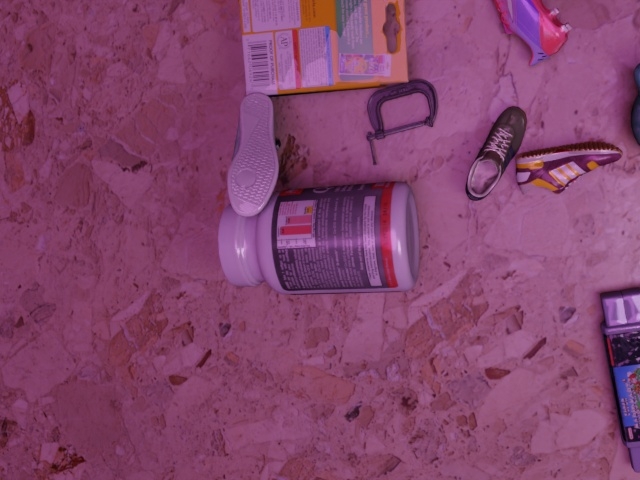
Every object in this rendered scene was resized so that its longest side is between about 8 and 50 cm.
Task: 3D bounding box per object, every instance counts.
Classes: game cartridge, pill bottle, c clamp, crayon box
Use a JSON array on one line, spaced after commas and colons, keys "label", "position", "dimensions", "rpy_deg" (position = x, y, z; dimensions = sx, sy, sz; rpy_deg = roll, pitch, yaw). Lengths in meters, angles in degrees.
[{"label": "game cartridge", "position": [0.664, 0.255, 1.239], "dimensions": [0.230, 0.068, 0.355], "rpy_deg": [-12, 97, 13]}, {"label": "pill bottle", "position": [0.000, 0.000, 1.293], "dimensions": [0.362, 0.210, 0.210], "rpy_deg": [-3, 100, 16]}, {"label": "c clamp", "position": [0.159, -0.239, 1.307], "dimensions": [0.160, 0.022, 0.137], "rpy_deg": [-18, 90, 19]}, {"label": "crayon box", "position": [0.011, -0.390, 1.284], "dimensions": [0.322, 0.083, 0.203], "rpy_deg": [-1, 100, 16]}]

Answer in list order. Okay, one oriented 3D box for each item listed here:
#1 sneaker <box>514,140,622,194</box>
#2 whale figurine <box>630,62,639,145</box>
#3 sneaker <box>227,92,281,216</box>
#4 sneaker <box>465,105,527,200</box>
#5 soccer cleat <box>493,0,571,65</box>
[{"label": "sneaker", "position": [0.456, -0.130, 1.224], "dimensions": [0.185, 0.069, 0.084], "rpy_deg": [-4, 108, 22]}, {"label": "whale figurine", "position": [0.623, -0.246, 1.083], "dimensions": [0.216, 0.141, 0.272], "rpy_deg": [22, 125, 15]}, {"label": "sneaker", "position": [-0.124, -0.141, 1.304], "dimensions": [0.094, 0.151, 0.256], "rpy_deg": [4, 67, 0]}, {"label": "sneaker", "position": [0.328, -0.157, 1.238], "dimensions": [0.064, 0.086, 0.192], "rpy_deg": [28, 106, 9]}, {"label": "soccer cleat", "position": [0.343, -0.430, 1.191], "dimensions": [0.095, 0.083, 0.248], "rpy_deg": [-40, 87, 34]}]
